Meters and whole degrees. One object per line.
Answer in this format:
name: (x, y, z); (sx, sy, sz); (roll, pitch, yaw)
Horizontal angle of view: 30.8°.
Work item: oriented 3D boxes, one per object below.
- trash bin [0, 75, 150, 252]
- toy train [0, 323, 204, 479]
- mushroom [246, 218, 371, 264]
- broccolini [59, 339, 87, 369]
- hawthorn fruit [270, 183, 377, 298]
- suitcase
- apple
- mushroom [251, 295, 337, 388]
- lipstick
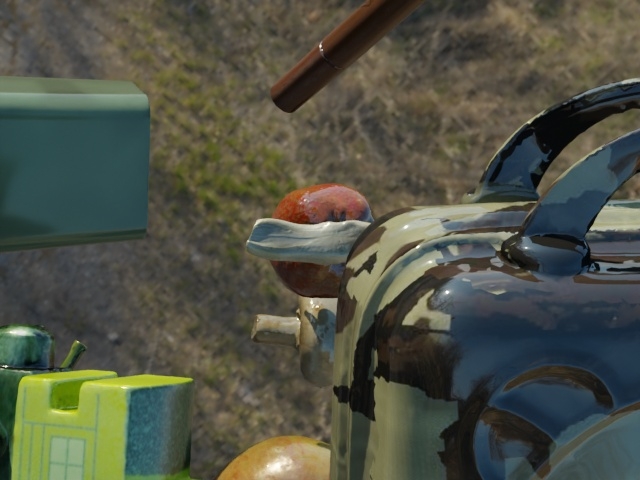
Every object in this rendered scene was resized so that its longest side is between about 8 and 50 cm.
trash bin: (-0.400, -0.096, 1.495); (0.344, 0.222, 0.158); (-2, 20, -20)
toy train: (-0.241, 0.302, 1.080); (0.179, 0.272, 0.442); (11, 82, -71)
mushroom: (0.000, 0.003, 1.493); (0.202, 0.054, 0.059); (1, 73, -18)
broccolini: (-0.411, 0.232, 1.620); (0.054, 0.239, 0.051); (43, 4, 13)
hawthorn fruit: (-0.010, -0.001, 2.094); (0.211, 0.262, 0.210); (-1, 93, -26)
suitcase: (0.181, 0.081, 0.642); (0.352, 0.339, 0.194); (-2, 19, -8)
apple: (-0.039, 0.373, 1.507); (0.261, 0.261, 0.194); (39, -3, -14)
mushroom: (-0.030, 0.184, 2.288); (0.215, 0.207, 0.207); (3, 39, 1)
lipstick: (0.052, -0.292, 1.656); (0.057, 0.357, 0.057); (22, 51, -30)
